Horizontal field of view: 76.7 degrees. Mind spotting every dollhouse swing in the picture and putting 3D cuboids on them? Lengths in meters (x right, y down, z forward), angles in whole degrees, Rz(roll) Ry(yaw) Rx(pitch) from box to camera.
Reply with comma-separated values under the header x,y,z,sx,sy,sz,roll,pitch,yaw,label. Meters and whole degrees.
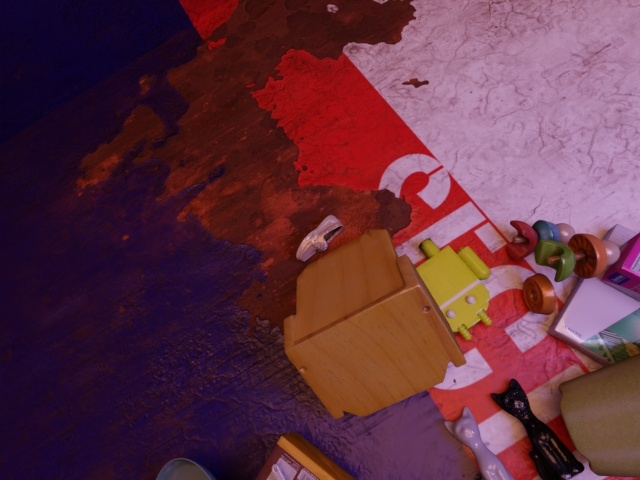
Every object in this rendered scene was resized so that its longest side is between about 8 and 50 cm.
x,y,z,sx,sy,sz,roll,pitch,yaw,label
0.120,0.195,1.043,0.346,0.305,0.315,-31,103,14,dollhouse swing

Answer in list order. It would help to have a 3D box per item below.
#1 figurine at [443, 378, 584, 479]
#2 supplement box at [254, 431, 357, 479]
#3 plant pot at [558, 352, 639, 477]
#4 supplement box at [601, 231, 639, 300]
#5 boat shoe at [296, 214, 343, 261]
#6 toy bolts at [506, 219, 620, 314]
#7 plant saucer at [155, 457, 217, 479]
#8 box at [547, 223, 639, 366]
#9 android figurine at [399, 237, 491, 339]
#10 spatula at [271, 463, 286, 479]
x,y,z,sx,sy,sz,roll,pitch,yaw,label
0.412,0.450,0.898,0.214,0.092,0.210,-30,57,2,figurine
-0.051,0.588,0.925,0.191,0.129,0.194,29,79,22,supplement box
0.626,0.336,0.775,0.253,0.276,0.276,-32,60,36,plant pot
0.761,0.088,0.869,0.220,0.111,0.114,34,81,23,supplement box
0.000,0.000,1.178,0.059,0.063,0.170,37,81,29,boat shoe
0.579,0.048,0.985,0.158,0.218,0.229,-7,34,-3,toy bolts
-0.295,0.673,0.940,0.317,0.043,0.318,-5,81,37,plant saucer
0.728,0.148,0.945,0.232,0.058,0.322,32,81,22,box
0.322,0.128,1.056,0.248,0.056,0.273,-33,64,-1,android figurine
-0.082,0.614,0.844,0.168,0.019,0.242,-38,66,4,spatula
